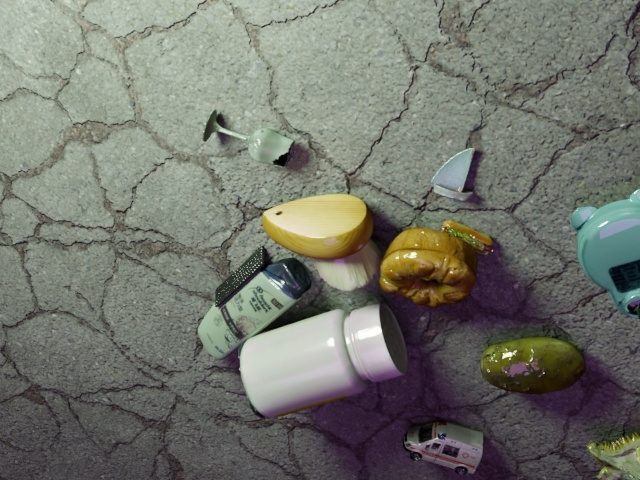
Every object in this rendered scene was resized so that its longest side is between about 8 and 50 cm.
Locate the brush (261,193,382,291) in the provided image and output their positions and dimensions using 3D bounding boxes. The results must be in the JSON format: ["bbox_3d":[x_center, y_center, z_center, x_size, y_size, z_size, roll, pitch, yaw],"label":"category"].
[{"bbox_3d":[0.000,0.000,1.826,0.266,0.174,0.166,6,133,22],"label":"brush"}]

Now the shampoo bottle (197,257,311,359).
[{"bbox_3d":[-0.176,0.162,2.020,0.359,0.078,0.134,-41,79,33],"label":"shampoo bottle"}]

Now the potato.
[{"bbox_3d":[0.503,0.296,1.895,0.251,0.113,0.149,2,119,16],"label":"potato"}]

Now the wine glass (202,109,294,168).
[{"bbox_3d":[-0.157,-0.222,1.773,0.195,0.079,0.079,20,125,4],"label":"wine glass"}]

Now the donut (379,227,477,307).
[{"bbox_3d":[0.240,0.063,1.786,0.226,0.114,0.226,12,150,7],"label":"donut"}]

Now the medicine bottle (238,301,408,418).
[{"bbox_3d":[0.005,0.290,1.962,0.378,0.213,0.213,-20,115,18],"label":"medicine bottle"}]

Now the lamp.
[{"bbox_3d":[0.651,0.036,1.662,0.209,0.147,0.284,-19,96,28],"label":"lamp"}]

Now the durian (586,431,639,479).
[{"bbox_3d":[0.792,0.559,1.950,0.306,0.166,0.172,21,123,14],"label":"durian"}]

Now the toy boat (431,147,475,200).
[{"bbox_3d":[0.295,-0.152,1.725,0.096,0.034,0.122,15,116,7],"label":"toy boat"}]

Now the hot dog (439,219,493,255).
[{"bbox_3d":[0.326,-0.002,1.798,0.133,0.041,0.056,24,125,0],"label":"hot dog"}]

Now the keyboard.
[{"bbox_3d":[-0.203,0.092,1.998,0.013,0.061,0.204,28,128,-30],"label":"keyboard"}]

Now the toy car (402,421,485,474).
[{"bbox_3d":[0.326,0.534,2.113,0.209,0.089,0.108,16,124,3],"label":"toy car"}]
